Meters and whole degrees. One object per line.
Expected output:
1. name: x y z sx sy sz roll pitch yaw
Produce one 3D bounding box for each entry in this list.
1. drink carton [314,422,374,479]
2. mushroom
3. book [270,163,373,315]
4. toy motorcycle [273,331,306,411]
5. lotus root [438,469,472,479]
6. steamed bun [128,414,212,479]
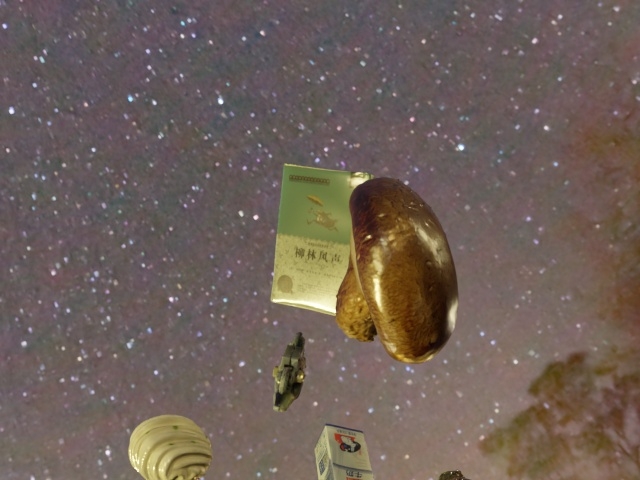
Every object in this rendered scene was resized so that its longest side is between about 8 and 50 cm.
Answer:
1. drink carton: 0.070 0.664 1.887 0.131 0.315 0.106 15 -66 -14
2. mushroom: 0.141 0.046 1.230 0.239 0.345 0.345 -24 -38 -18
3. book: 0.000 0.000 1.763 0.031 0.264 0.379 -8 -76 -61
4. toy motorcycle: -0.061 0.271 1.343 0.061 0.193 0.124 9 -69 5
5. lotus root: 0.334 0.606 1.288 0.179 0.397 0.196 -38 -55 3
6. steamed bun: -0.316 0.447 1.458 0.183 0.183 0.106 6 -63 -44
